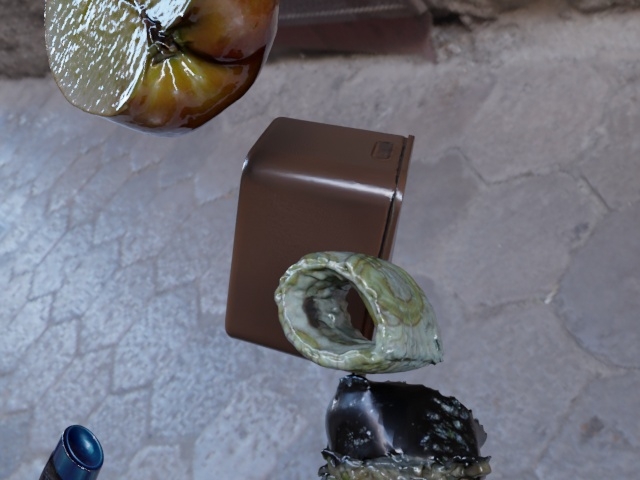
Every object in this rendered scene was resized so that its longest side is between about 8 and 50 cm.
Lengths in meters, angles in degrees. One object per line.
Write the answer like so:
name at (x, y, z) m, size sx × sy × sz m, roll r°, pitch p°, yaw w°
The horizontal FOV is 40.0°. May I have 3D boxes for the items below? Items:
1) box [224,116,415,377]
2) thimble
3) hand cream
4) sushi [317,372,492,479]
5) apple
box at (0.000, 0.000, 1.347) m, size 0.229 × 0.339 × 0.239 m, roll 13°, pitch 27°, yaw 6°
thimble at (0.051, 0.094, 1.066) m, size 0.190 × 0.143 × 0.137 m, roll 39°, pitch 104°, yaw 29°
hand cream at (-0.394, 0.396, 1.324) m, size 0.120 × 0.061 × 0.270 m, roll 49°, pitch 127°, yaw 31°
sushi at (0.100, 0.317, 1.172) m, size 0.238 × 0.225 × 0.219 m, roll 128°, pitch 162°, yaw -57°
apple at (-0.202, -0.304, 1.059) m, size 0.295 × 0.329 × 0.365 m, roll -22°, pitch 53°, yaw -12°
